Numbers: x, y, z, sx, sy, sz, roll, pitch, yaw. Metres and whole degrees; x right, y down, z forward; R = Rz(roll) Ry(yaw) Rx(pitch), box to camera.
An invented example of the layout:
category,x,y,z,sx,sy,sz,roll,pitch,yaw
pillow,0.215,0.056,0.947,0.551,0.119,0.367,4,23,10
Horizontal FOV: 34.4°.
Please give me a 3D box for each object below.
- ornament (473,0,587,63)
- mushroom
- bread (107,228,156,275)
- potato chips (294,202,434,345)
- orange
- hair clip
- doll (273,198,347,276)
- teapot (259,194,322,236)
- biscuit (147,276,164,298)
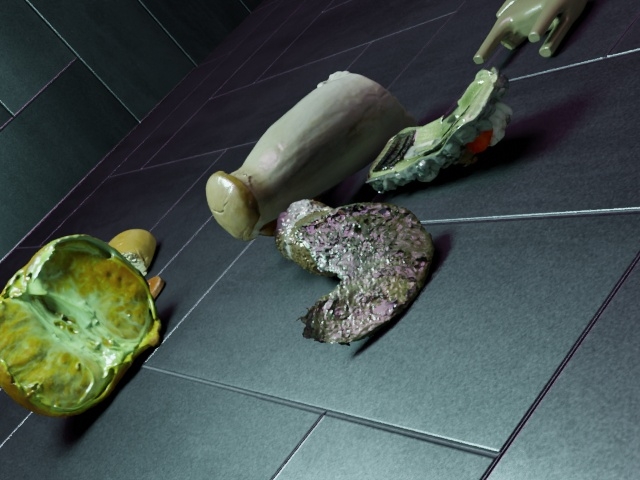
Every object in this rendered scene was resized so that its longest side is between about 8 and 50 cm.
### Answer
category,x,y,z,sx,sy,sz,roll,pitch,yaw
ornament,0.357,-0.383,1.763,0.245,0.061,0.230,-53,21,-27
mushroom,-0.014,-0.151,1.693,0.407,0.154,0.138,-35,27,-30
bread,-0.442,0.041,2.330,0.134,0.085,0.173,-36,21,14
potato chips,0.048,0.039,1.377,0.202,0.029,0.219,0,57,17
orange,-0.455,0.151,1.857,0.196,0.262,0.334,-5,46,53
hair clip,0.186,-0.143,1.547,0.138,0.091,0.321,-60,14,-23
doll,0.007,-0.002,1.540,0.105,0.115,0.221,-36,16,-16
teapot,-0.069,-0.079,1.789,0.135,0.178,0.252,13,37,27
biscuit,-0.368,0.125,2.114,0.102,0.019,0.130,-18,30,47
